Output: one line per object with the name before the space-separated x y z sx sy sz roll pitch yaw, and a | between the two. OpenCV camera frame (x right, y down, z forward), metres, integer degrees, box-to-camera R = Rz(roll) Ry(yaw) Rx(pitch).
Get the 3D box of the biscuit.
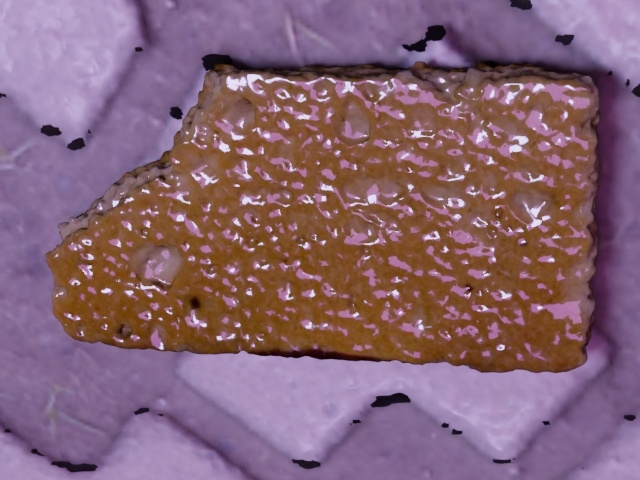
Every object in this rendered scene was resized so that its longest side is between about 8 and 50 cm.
biscuit | -0.005 -0.011 0.549 0.237 0.026 0.131 3 114 15
